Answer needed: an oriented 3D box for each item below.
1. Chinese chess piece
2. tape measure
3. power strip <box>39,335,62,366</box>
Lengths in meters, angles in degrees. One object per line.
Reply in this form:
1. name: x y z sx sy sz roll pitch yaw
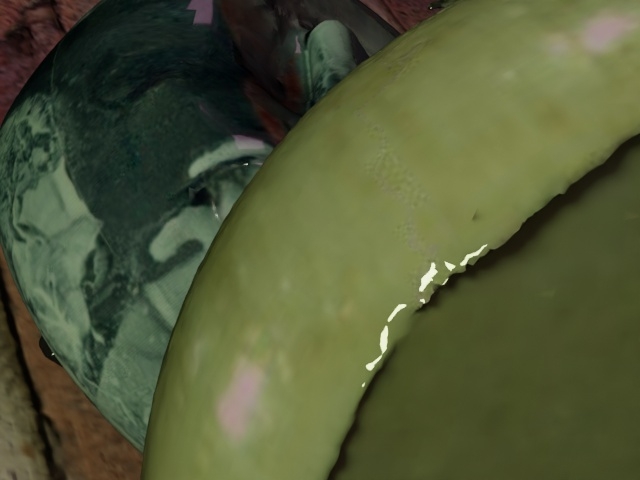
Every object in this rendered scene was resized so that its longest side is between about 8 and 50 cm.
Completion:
1. Chinese chess piece: 0.115 0.078 0.577 0.349 0.349 0.146 19 12 -25
2. tape measure: 0.000 0.000 0.784 0.275 0.147 0.256 35 26 -29
3. power strip: -0.089 0.024 0.820 0.038 0.029 0.111 30 25 -2
